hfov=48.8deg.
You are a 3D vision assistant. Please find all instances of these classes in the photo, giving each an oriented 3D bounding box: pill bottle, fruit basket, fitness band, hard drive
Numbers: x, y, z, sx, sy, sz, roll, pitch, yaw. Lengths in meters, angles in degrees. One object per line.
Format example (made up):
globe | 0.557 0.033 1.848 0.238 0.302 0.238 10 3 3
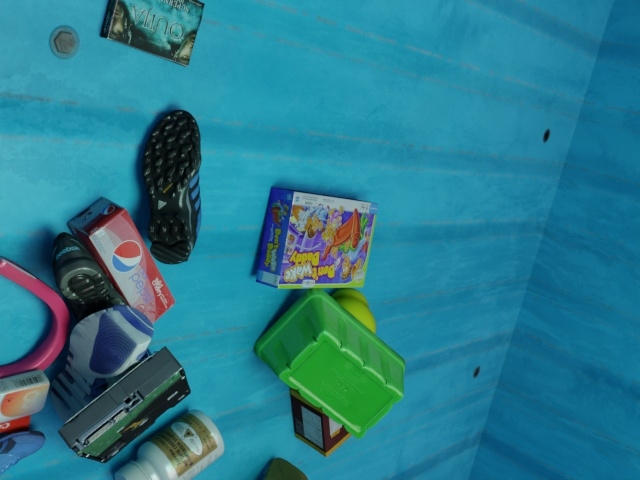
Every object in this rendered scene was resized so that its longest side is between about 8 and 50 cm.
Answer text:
pill bottle | -0.345 0.503 1.619 0.229 0.131 0.131 -32 131 -36
fruit basket | 0.038 0.286 1.878 0.283 0.392 0.392 -46 142 7
fitness band | -0.573 0.141 1.231 0.209 0.054 0.291 -54 140 -12
hard drive | -0.372 0.332 1.394 0.237 0.064 0.339 -39 170 -18

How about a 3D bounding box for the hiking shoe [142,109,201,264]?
hiking shoe | -0.293 -0.106 1.413 0.132 0.113 0.304 -102 -162 -87

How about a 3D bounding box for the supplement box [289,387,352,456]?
supplement box | 0.029 0.480 2.055 0.191 0.129 0.194 -31 130 -38

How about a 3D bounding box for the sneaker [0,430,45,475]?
sneaker | -0.600 0.414 1.295 0.209 0.082 0.069 -7 139 -48

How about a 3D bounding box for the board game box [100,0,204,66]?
board game box | -0.302 -0.403 1.290 0.186 0.026 0.126 6 103 -51

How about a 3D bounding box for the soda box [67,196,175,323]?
soda box | -0.383 0.049 1.380 0.092 0.083 0.263 -44 136 -27

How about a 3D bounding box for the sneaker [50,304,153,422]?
sneaker | -0.396 0.220 1.383 0.315 0.127 0.182 -50 168 34

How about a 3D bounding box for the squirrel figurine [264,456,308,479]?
squirrel figurine | -0.070 0.857 1.914 0.281 0.397 0.370 -33 122 -42

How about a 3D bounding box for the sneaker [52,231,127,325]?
sneaker | -0.434 0.084 1.323 0.101 0.106 0.267 -24 151 -19

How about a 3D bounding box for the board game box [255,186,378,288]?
board game box | 0.000 0.000 1.794 0.347 0.078 0.233 3 99 -51

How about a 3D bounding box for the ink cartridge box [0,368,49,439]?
ink cartridge box | -0.580 0.324 1.276 0.145 0.045 0.179 -9 130 -44
